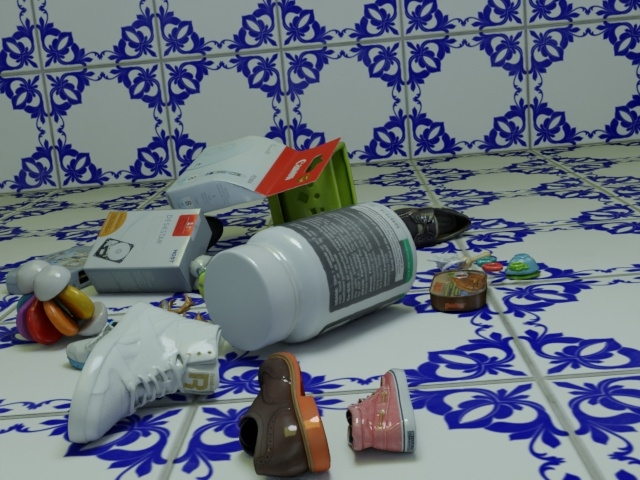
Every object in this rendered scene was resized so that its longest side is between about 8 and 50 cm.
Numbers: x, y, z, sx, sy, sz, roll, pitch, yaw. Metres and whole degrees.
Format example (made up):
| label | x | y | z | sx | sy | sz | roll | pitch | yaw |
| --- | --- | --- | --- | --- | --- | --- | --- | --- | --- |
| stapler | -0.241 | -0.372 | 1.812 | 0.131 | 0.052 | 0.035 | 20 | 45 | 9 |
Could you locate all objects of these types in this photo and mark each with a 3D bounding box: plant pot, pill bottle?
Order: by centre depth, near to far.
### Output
| label | x | y | z | sx | sy | sz | roll | pitch | yaw |
| --- | --- | --- | --- | --- | --- | --- | --- | --- | --- |
| pill bottle | -0.013 | 0.060 | 1.545 | 0.204 | 0.204 | 0.361 | 6 | 16 | 43 |
| plant pot | -0.028 | -0.133 | 2.418 | 0.207 | 0.228 | 0.227 | -10 | 12 | 14 |

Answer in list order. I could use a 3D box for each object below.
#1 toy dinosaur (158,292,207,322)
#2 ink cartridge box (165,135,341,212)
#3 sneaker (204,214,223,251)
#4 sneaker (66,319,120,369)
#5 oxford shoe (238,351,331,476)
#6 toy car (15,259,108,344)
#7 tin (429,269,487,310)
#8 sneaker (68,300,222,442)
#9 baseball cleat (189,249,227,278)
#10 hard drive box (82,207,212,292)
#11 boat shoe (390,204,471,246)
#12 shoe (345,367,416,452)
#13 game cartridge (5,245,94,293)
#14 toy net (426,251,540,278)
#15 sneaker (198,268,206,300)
| label | x | y | z | sx | sy | sz | roll | pitch | yaw |
| --- | --- | --- | --- | --- | --- | --- | --- | --- | --- |
| toy dinosaur | -0.267 | 0.160 | 1.584 | 0.112 | 0.064 | 0.211 | -36 | 15 | 7 |
| ink cartridge box | -0.164 | -0.193 | 2.232 | 0.385 | 0.091 | 0.308 | -14 | 22 | 21 |
| sneaker | -0.316 | 0.025 | 2.127 | 0.124 | 0.107 | 0.283 | 14 | 29 | 36 |
| sneaker | -0.346 | 0.168 | 1.458 | 0.190 | 0.083 | 0.071 | -2 | 27 | 25 |
| oxford shoe | -0.063 | 0.215 | 1.125 | 0.098 | 0.097 | 0.271 | -13 | 13 | -9 |
| toy car | -0.502 | 0.130 | 1.641 | 0.182 | 0.159 | 0.136 | 10 | 56 | 49 |
| tin | 0.263 | 0.094 | 1.673 | 0.106 | 0.040 | 0.190 | 2 | 13 | 13 |
| sneaker | -0.232 | 0.191 | 1.260 | 0.169 | 0.108 | 0.292 | 13 | 31 | 6 |
| baseball cleat | -0.199 | 0.070 | 1.942 | 0.109 | 0.072 | 0.206 | 30 | 21 | 24 |
| hard drive box | -0.381 | 0.023 | 1.960 | 0.232 | 0.089 | 0.181 | -2 | 46 | 15 |
| boat shoe | 0.249 | -0.036 | 2.129 | 0.285 | 0.103 | 0.092 | -8 | 6 | -39 |
| shoe | 0.072 | 0.214 | 1.129 | 0.081 | 0.063 | 0.178 | 0 | 16 | -2 |
| game cartridge | -0.601 | 0.067 | 2.124 | 0.198 | 0.062 | 0.297 | 5 | 15 | 22 |
| toy net | 0.325 | 0.058 | 1.805 | 0.232 | 0.045 | 0.122 | -1 | 15 | 28 |
| sneaker | -0.116 | 0.073 | 1.715 | 0.295 | 0.109 | 0.123 | -5 | 34 | -38 |
